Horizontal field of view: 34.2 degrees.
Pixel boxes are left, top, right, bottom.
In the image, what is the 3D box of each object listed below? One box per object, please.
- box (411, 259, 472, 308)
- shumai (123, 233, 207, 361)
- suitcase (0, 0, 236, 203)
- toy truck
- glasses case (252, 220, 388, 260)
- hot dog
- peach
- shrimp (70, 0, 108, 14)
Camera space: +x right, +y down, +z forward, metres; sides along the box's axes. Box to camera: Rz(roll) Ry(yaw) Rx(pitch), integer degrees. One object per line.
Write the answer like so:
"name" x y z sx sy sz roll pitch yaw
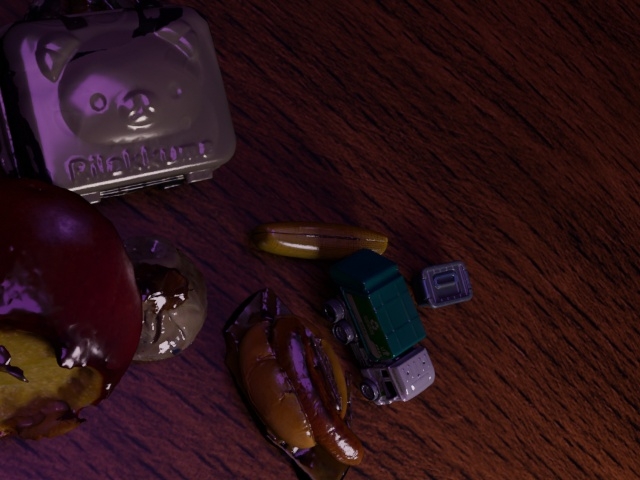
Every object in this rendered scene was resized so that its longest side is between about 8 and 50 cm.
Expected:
"box" 0.210 0.080 1.829 0.099 0.054 0.074 -10 84 -29
"shumai" -0.240 0.076 1.547 0.201 0.120 0.201 11 70 -33
"suitcase" -0.315 -0.230 1.528 0.352 0.194 0.339 -15 94 -33
"toy truck" 0.097 0.141 1.699 0.114 0.124 0.253 -28 98 -33
"glasses case" 0.000 0.000 1.725 0.234 0.079 0.064 5 82 -27
"hot dog" -0.017 0.231 1.642 0.326 0.107 0.194 51 61 -8
"peach" -0.454 0.102 1.328 0.417 0.339 0.353 -30 60 -27
"shrimp" -0.315 -0.390 1.680 0.198 0.051 0.261 -8 86 -36
